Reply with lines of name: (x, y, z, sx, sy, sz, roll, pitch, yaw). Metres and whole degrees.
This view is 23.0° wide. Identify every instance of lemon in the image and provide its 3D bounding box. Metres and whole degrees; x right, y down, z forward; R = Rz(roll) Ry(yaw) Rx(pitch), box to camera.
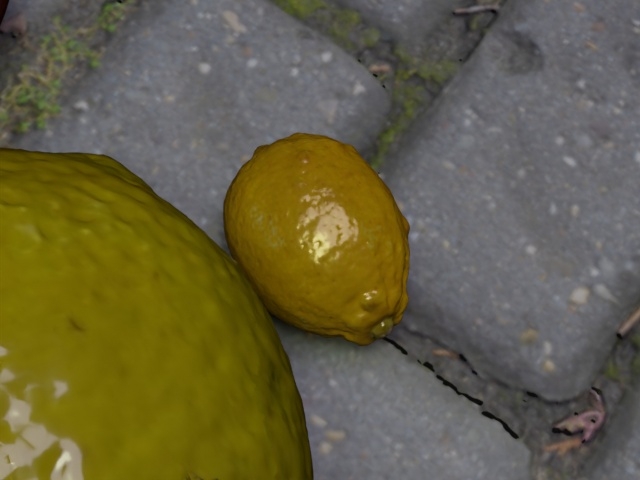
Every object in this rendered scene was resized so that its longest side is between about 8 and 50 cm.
lemon: (0.000, 0.000, 1.011, 0.114, 0.114, 0.155, -24, 72, -22)
lemon: (-0.182, 0.114, 0.791, 0.350, 0.350, 0.387, -20, 67, -21)

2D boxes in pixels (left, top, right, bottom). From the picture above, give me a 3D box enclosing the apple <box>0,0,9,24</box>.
apple: (-0.302, -0.193, 0.996, 0.218, 0.201, 0.218, 2, 69, -6)
